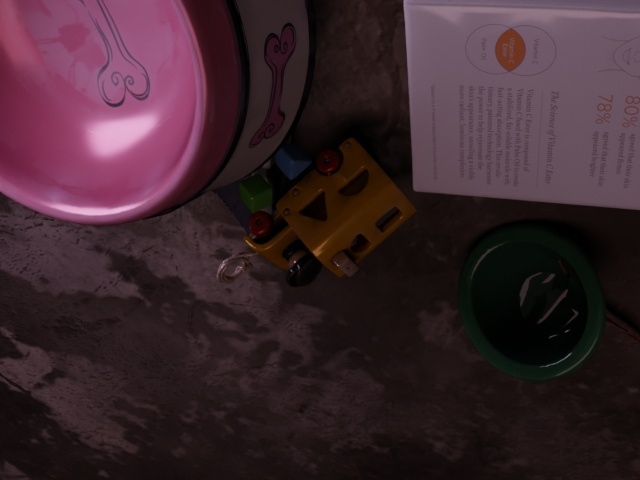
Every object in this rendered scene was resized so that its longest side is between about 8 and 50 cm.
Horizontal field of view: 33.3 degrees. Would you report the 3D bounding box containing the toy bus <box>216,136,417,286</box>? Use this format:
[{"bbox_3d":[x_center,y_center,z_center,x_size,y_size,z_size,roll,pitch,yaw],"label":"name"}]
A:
[{"bbox_3d":[0.007,-0.010,1.155,0.104,0.191,0.202,51,141,30],"label":"toy bus"}]

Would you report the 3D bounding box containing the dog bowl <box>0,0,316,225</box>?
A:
[{"bbox_3d":[-0.217,-0.192,0.983,0.408,0.150,0.408,12,124,18],"label":"dog bowl"}]

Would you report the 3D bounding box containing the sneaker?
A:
[{"bbox_3d":[-0.112,-0.073,1.215,0.163,0.086,0.226,15,146,13],"label":"sneaker"}]

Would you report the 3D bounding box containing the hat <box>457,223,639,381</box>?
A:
[{"bbox_3d":[0.285,0.075,1.289,0.173,0.183,0.208,-26,82,29],"label":"hat"}]

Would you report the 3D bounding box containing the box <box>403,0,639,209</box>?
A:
[{"bbox_3d":[0.259,-0.159,0.934,0.345,0.168,0.215,6,137,13],"label":"box"}]
